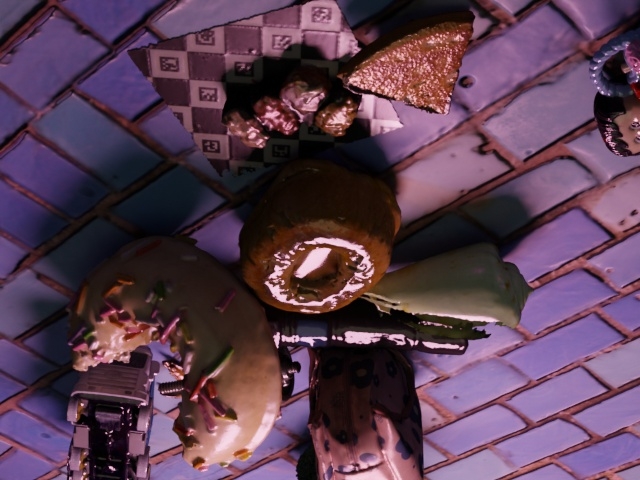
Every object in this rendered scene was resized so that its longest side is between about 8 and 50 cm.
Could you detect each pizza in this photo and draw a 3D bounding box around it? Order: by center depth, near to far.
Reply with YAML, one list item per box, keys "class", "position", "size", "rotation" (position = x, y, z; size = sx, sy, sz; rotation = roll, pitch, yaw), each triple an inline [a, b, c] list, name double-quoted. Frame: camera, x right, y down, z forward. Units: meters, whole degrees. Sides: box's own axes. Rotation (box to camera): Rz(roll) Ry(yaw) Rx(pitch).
- class: "pizza"
  position: [0.135, -0.220, 1.599]
  size: [0.185, 0.036, 0.176]
  rotation: [-31, 142, 23]

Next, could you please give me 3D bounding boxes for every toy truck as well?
- class: "toy truck"
  position: [-0.358, 0.318, 2.186]
  size: [0.146, 0.175, 0.367]
  rotation: [7, 141, -5]

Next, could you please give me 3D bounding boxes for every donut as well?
- class: "donut"
  position: [0.000, 0.000, 1.807]
  size: [0.208, 0.128, 0.261]
  rotation: [17, 140, -15]
- class: "donut"
  position: [-0.218, 0.158, 1.890]
  size: [0.371, 0.150, 0.307]
  rotation: [38, 124, 18]

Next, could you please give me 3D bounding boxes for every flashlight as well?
- class: "flashlight"
  position: [0.030, 0.127, 1.991]
  size: [0.424, 0.103, 0.103]
  rotation: [2, 140, 0]

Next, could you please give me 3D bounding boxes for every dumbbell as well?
- class: "dumbbell"
  position: [-0.152, 0.225, 2.082]
  size: [0.254, 0.110, 0.110]
  rotation: [-10, 138, 21]

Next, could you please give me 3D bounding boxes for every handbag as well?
- class: "handbag"
  position: [0.065, 0.282, 2.055]
  size: [0.190, 0.251, 0.193]
  rotation: [-13, 128, 11]

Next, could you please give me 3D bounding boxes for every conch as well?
- class: "conch"
  position: [0.193, 0.089, 1.885]
  size: [0.251, 0.137, 0.143]
  rotation: [-19, 169, 24]

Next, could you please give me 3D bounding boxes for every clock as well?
- class: "clock"
  position: [0.428, -0.193, 1.559]
  size: [0.195, 0.100, 0.194]
  rotation: [-18, 131, 21]

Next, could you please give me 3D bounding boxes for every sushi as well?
- class: "sushi"
  position: [-0.069, -0.177, 1.662]
  size: [0.290, 0.050, 0.264]
  rotation: [-13, 137, 21]

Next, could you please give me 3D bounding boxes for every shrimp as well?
- class: "shrimp"
  position: [-0.254, 0.244, 2.204]
  size: [0.091, 0.025, 0.127]
  rotation: [-13, 140, 22]

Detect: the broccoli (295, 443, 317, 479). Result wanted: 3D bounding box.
- class: "broccoli"
  position: [0.091, 0.489, 2.285]
  size: [0.297, 0.297, 0.297]
  rotation: [-28, 155, 33]
